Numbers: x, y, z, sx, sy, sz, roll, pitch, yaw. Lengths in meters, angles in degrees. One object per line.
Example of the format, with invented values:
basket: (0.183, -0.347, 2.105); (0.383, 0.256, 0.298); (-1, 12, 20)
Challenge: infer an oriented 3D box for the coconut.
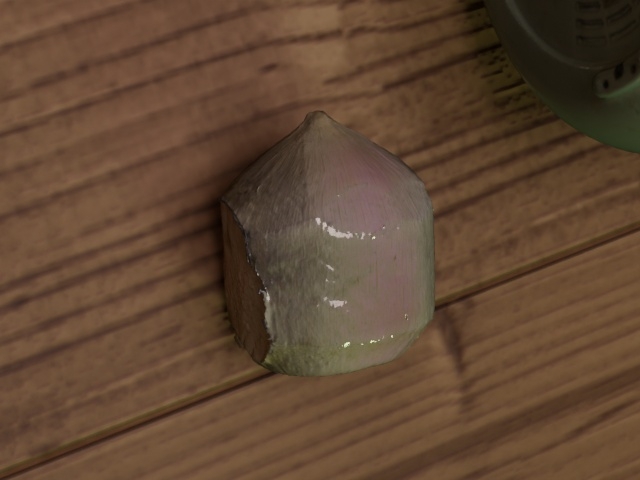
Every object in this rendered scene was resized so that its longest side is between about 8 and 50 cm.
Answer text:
coconut: (0.000, 0.000, 0.624); (0.110, 0.110, 0.124); (-9, 100, -22)

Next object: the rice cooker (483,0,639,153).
rice cooker: (0.235, -0.190, 0.629); (0.277, 0.288, 0.288); (-11, 94, -20)
